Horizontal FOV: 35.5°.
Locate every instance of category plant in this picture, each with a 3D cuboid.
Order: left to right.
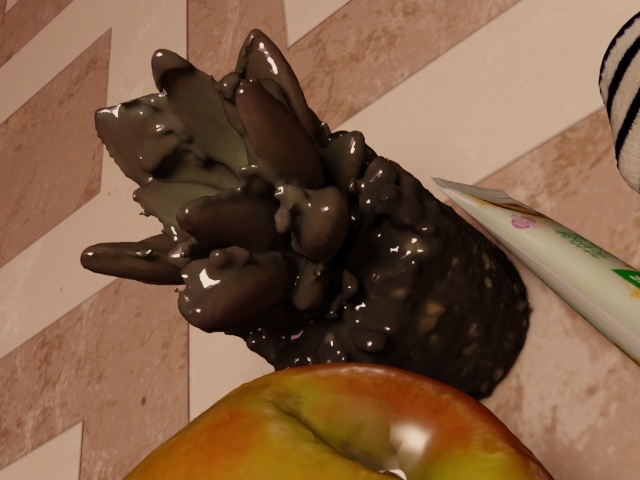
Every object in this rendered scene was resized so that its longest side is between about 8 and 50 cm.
[{"bbox_3d":[0.000,0.000,0.688,0.194,0.321,0.182,-58,39,2],"label":"plant"}]

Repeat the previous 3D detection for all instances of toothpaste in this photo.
[{"bbox_3d":[0.188,0.032,0.674,0.056,0.058,0.314,-34,41,-8],"label":"toothpaste"}]

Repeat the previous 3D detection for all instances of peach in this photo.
[{"bbox_3d":[0.003,0.236,0.557,0.308,0.308,0.332,41,117,52],"label":"peach"}]

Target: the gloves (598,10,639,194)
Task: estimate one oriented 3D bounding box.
[{"bbox_3d":[0.253,-0.055,0.615,0.140,0.131,0.218,-42,31,22],"label":"gloves"}]
